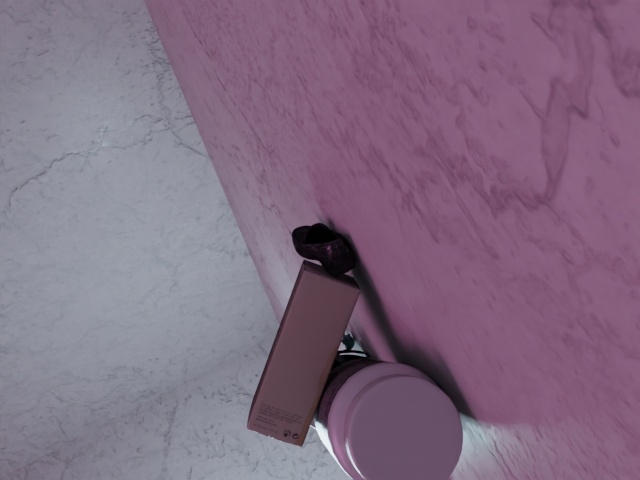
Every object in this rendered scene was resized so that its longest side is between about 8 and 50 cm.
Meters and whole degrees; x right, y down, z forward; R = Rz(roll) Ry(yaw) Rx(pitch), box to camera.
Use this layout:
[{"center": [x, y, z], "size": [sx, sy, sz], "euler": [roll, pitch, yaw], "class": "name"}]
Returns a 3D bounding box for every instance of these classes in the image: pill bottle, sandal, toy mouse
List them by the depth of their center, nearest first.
[{"center": [0.104, 0.307, 1.129], "size": [0.204, 0.204, 0.361], "euler": [62, 171, 5], "class": "pill bottle"}, {"center": [0.079, 0.288, 1.582], "size": [0.254, 0.097, 0.054], "euler": [164, 92, -70], "class": "sandal"}, {"center": [0.057, 0.239, 1.711], "size": [0.143, 0.031, 0.161], "euler": [66, 170, -12], "class": "toy mouse"}]

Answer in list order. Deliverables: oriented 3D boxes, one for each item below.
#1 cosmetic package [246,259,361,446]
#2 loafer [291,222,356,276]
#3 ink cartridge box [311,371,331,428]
[{"center": [-0.033, 0.205, 1.249], "size": [0.113, 0.309, 0.160], "euler": [21, -174, -4], "class": "cosmetic package"}, {"center": [0.000, 0.000, 1.268], "size": [0.223, 0.076, 0.078], "euler": [33, 143, 63], "class": "loafer"}, {"center": [0.028, 0.397, 1.588], "size": [0.272, 0.130, 0.309], "euler": [25, 166, 6], "class": "ink cartridge box"}]
